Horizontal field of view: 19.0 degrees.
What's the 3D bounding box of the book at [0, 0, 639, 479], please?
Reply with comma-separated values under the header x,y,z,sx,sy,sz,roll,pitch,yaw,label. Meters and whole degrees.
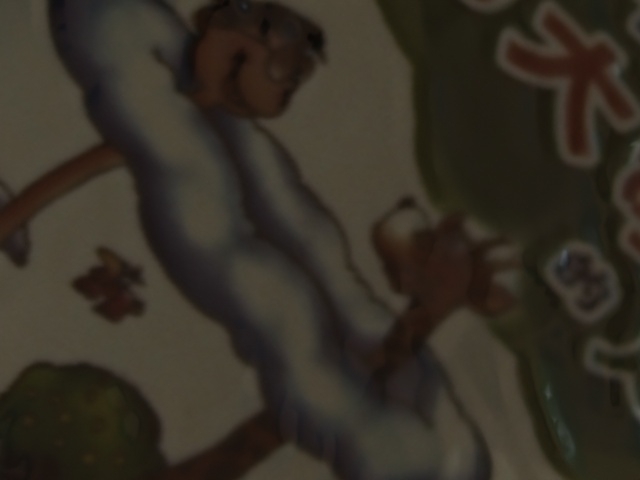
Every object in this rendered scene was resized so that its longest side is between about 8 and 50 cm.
x,y,z,sx,sy,sz,roll,pitch,yaw,label
0.000,0.000,0.530,0.371,0.043,0.260,-33,-83,-20,book
